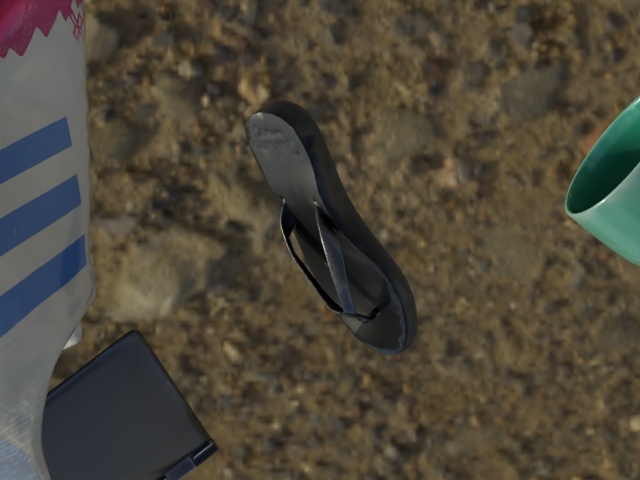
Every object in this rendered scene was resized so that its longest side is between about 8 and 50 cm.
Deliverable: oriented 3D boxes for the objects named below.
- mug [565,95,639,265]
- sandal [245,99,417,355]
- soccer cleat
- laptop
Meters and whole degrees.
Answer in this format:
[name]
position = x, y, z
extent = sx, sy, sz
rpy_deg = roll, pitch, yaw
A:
[mug]
position = 0.272, -0.053, 1.083
extent = 0.097, 0.158, 0.129
rpy_deg = 37, 157, -9
[sandal]
position = -0.001, 0.000, 1.235
extent = 0.097, 0.054, 0.254
rpy_deg = -8, 118, 51
[soccer cleat]
position = -0.163, -0.028, 0.674
extent = 0.116, 0.331, 0.143
rpy_deg = -12, 140, 20
[laptop]
position = -0.322, 0.214, 1.334
extent = 0.382, 0.408, 0.236
rpy_deg = -37, 117, -10
